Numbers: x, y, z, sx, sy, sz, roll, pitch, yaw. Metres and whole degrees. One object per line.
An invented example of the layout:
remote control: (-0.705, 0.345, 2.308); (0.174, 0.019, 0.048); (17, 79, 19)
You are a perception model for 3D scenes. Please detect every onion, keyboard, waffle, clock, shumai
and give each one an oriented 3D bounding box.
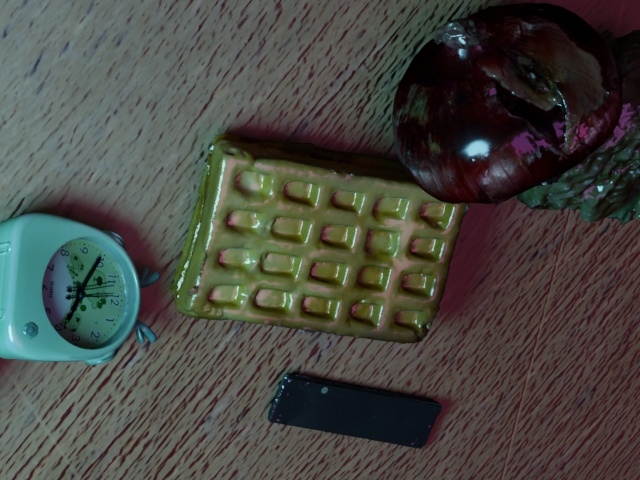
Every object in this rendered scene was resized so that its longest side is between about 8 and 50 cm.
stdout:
onion: (0.198, -0.176, 1.612); (0.272, 0.272, 0.195); (-41, 137, -4)
keyboard: (0.044, 0.217, 1.835); (0.231, 0.023, 0.072); (13, 110, -25)
waffle: (0.000, 0.000, 1.700); (0.328, 0.098, 0.224); (8, 104, -23)
clock: (-0.268, 0.063, 1.595); (0.211, 0.066, 0.159); (15, 74, -42)
shumai: (0.369, -0.109, 1.757); (0.218, 0.189, 0.256); (39, 91, -28)
